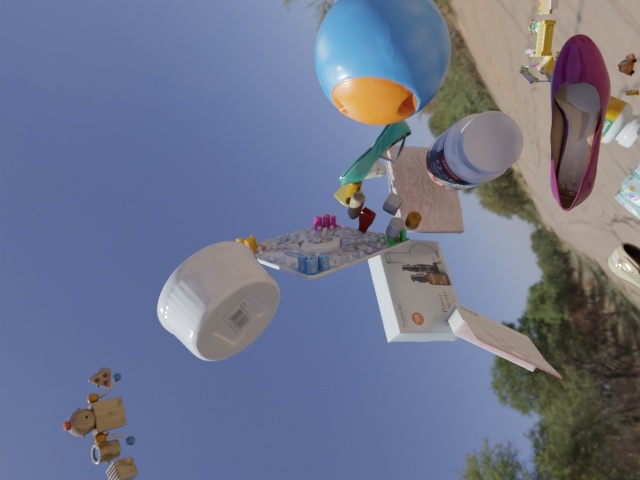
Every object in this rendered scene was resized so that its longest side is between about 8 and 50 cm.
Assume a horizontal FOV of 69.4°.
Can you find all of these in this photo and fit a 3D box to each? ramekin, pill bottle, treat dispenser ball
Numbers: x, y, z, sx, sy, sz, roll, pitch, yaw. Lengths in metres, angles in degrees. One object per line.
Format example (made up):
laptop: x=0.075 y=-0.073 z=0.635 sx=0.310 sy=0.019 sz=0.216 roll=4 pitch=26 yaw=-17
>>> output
ramekin: x=-0.228 y=0.152 z=1.100 sx=0.135 sy=0.277 sz=0.277 roll=39 pitch=-168 yaw=31
pill bottle: x=0.774 y=-0.341 z=1.276 sx=0.208 sy=0.118 sz=0.117 roll=35 pitch=-164 yaw=20
pill bottle: x=0.472 y=-0.275 z=1.450 sx=0.210 sy=0.210 sz=0.363 roll=55 pitch=180 yaw=-1
treat dispenser ball: x=0.131 y=-0.397 z=0.995 sx=0.288 sy=0.288 sz=0.288 roll=43 pitch=-155 yaw=-26

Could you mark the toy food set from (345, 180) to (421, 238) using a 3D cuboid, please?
toy food set: x=0.158 y=-0.072 z=1.296 sx=0.232 sy=0.105 sz=0.111 roll=30 pitch=-120 yaw=11

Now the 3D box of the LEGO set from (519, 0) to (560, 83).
LEGO set: x=0.641 y=-0.551 z=1.345 sx=0.287 sy=0.132 sz=0.107 roll=51 pitch=169 yaw=-29

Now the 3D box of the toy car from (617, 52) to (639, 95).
toy car: x=0.838 y=-0.452 z=1.256 sx=0.060 sy=0.040 sz=0.122 roll=64 pitch=-148 yaw=-52

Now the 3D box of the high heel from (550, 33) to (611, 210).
high heel: x=0.587 y=-0.260 z=1.057 sx=0.181 sy=0.127 sz=0.378 roll=-48 pitch=-53 yaw=-43

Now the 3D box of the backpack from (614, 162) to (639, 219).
backpack: x=0.667 y=-0.087 z=0.891 sx=0.181 sy=0.115 sz=0.152 roll=9 pitch=-151 yaw=-32

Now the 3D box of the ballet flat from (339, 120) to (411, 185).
ballet flat: x=0.155 y=-0.221 z=1.211 sx=0.087 sy=0.247 sz=0.083 roll=40 pitch=171 yaw=2

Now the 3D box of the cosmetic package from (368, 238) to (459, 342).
cosmetic package: x=0.339 y=0.172 z=1.665 sx=0.284 sy=0.097 sz=0.378 roll=2 pitch=-124 yaw=-21

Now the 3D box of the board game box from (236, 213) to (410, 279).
board game box: x=0.000 y=0.000 z=1.393 sx=0.389 sy=0.389 sz=0.051 roll=-18 pitch=-70 yaw=-37

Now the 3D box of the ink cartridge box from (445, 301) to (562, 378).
ink cartridge box: x=0.562 y=0.327 z=1.455 sx=0.296 sy=0.066 sz=0.261 roll=25 pitch=-164 yaw=-5

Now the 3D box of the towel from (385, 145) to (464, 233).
towel: x=0.388 y=-0.186 z=1.718 sx=0.316 sy=0.053 sz=0.332 roll=-2 pitch=-101 yaw=-28

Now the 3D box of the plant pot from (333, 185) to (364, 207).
plant pot: x=0.117 y=-0.164 z=1.739 sx=0.081 sy=0.081 sz=0.083 roll=1 pitch=-131 yaw=-56

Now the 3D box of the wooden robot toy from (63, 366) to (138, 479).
wooden robot toy: x=-0.319 y=0.262 z=0.645 sx=0.079 sy=0.076 sz=0.173 roll=7 pitch=-126 yaw=-52

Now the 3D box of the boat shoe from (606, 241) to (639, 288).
boat shoe: x=1.162 y=0.134 z=1.574 sx=0.341 sy=0.121 sz=0.110 roll=37 pitch=154 yaw=24
